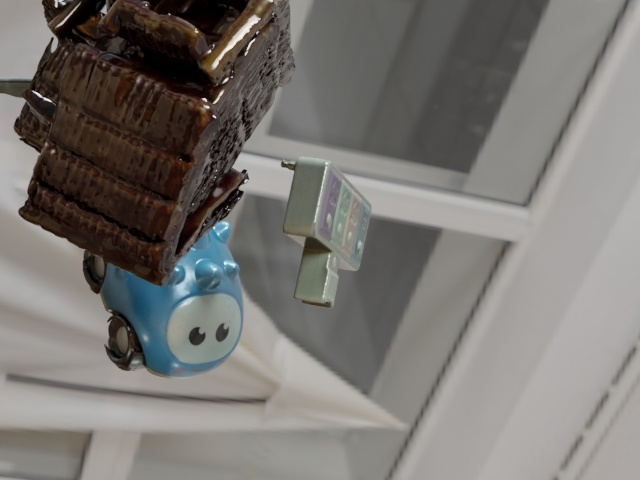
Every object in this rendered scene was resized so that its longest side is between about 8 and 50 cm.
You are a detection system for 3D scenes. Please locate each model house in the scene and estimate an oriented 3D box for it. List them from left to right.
[{"bbox_3d":[-0.196,-0.134,1.174,0.283,0.317,0.297,-59,160,-7],"label":"model house"}]

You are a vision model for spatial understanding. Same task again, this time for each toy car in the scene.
[{"bbox_3d":[-0.194,0.053,1.662,0.190,0.188,0.255,-41,-120,45],"label":"toy car"}]

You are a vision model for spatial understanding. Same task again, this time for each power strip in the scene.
[{"bbox_3d":[0.000,0.000,1.396,0.215,0.061,0.145,39,60,-70],"label":"power strip"}]

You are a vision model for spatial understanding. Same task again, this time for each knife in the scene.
[{"bbox_3d":[-0.390,-0.181,1.457,0.015,0.210,0.028,-51,139,-45],"label":"knife"}]
